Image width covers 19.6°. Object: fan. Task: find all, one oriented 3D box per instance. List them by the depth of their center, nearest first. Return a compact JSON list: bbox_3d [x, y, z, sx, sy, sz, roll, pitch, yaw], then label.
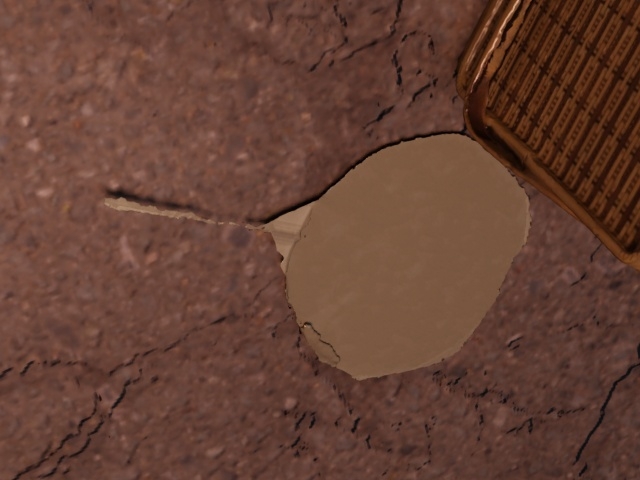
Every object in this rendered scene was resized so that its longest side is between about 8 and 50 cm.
[{"bbox_3d":[0.000,0.000,1.161,0.310,0.010,0.182,12,110,-34],"label":"fan"}]

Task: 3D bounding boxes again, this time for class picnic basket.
[{"bbox_3d":[0.218,-0.110,1.028,0.175,0.313,0.228,20,108,-24],"label":"picnic basket"}]
